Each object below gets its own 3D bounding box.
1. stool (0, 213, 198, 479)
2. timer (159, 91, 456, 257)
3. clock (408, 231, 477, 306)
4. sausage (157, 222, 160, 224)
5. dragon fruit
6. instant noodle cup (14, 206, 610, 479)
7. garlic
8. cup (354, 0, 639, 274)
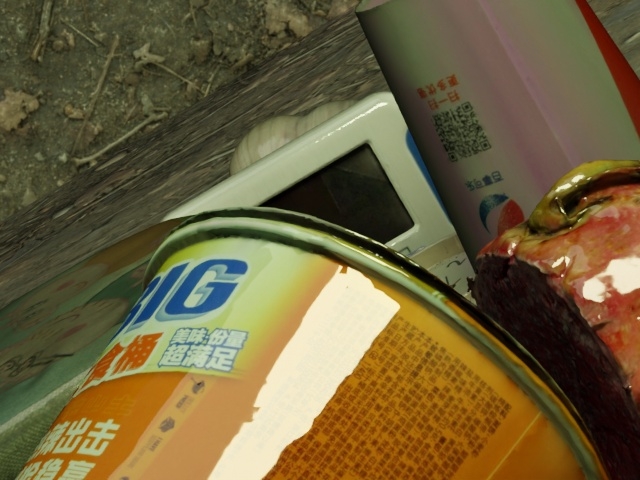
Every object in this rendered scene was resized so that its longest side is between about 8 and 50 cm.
[{"bbox_3d":[-0.120,0.143,1.183,0.310,0.226,0.310,-33,13,-13],"label":"stool"},{"bbox_3d":[0.000,0.000,1.542,0.253,0.178,0.078,-30,9,0],"label":"timer"},{"bbox_3d":[0.109,0.048,1.391,0.156,0.063,0.229,-13,25,45],"label":"clock"},{"bbox_3d":[-0.146,0.016,1.960,0.270,0.109,0.109,-32,13,-5],"label":"sausage"},{"bbox_3d":[0.180,0.045,0.936,0.147,0.211,0.282,-29,16,-9],"label":"dragon fruit"},{"bbox_3d":[-0.031,0.160,0.847,0.296,0.296,0.214,-13,30,52],"label":"instant noodle cup"},{"bbox_3d":[0.008,-0.004,1.682,0.256,0.207,0.207,-67,17,-1],"label":"garlic"},{"bbox_3d":[0.153,-0.068,1.224,0.203,0.288,0.203,-30,13,8],"label":"cup"}]
